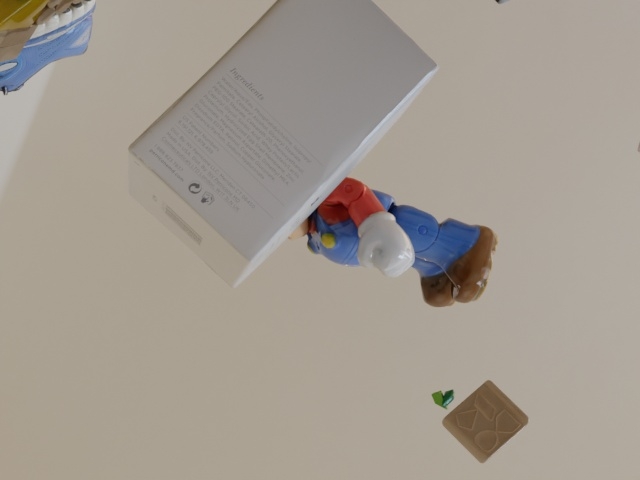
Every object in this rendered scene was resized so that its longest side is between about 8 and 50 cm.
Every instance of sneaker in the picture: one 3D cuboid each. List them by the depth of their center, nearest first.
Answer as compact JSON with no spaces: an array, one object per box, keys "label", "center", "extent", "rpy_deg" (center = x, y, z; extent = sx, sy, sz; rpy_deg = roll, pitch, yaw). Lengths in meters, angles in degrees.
[{"label":"sneaker","center":[-0.438,-0.235,1.964],"extent":[0.330,0.130,0.147],"rpy_deg":[-16,142,-14]}]

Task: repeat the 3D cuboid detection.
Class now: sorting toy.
[{"label":"sorting toy","center":[0.143,0.159,1.433],"extent":[0.083,0.062,0.012],"rpy_deg":[44,167,24]}]

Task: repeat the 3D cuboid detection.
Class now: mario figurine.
[{"label":"mario figurine","center":[0.000,0.000,1.542],"extent":[0.320,0.170,0.198],"rpy_deg":[22,134,-9]}]

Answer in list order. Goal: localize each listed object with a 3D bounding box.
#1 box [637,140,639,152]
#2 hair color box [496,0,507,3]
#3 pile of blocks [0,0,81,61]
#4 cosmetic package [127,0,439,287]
[{"label":"box","center":[0.316,-0.136,1.174],"extent":[0.091,0.170,0.130],"rpy_deg":[16,-177,0]},{"label":"hair color box","center":[0.146,-0.338,0.981],"extent":[0.185,0.113,0.374],"rpy_deg":[60,163,19]},{"label":"pile of blocks","center":[-0.208,-0.293,1.331],"extent":[0.112,0.362,0.149],"rpy_deg":[45,157,10]},{"label":"cosmetic package","center":[-0.038,-0.091,1.314],"extent":[0.138,0.225,0.224],"rpy_deg":[42,171,0]}]
